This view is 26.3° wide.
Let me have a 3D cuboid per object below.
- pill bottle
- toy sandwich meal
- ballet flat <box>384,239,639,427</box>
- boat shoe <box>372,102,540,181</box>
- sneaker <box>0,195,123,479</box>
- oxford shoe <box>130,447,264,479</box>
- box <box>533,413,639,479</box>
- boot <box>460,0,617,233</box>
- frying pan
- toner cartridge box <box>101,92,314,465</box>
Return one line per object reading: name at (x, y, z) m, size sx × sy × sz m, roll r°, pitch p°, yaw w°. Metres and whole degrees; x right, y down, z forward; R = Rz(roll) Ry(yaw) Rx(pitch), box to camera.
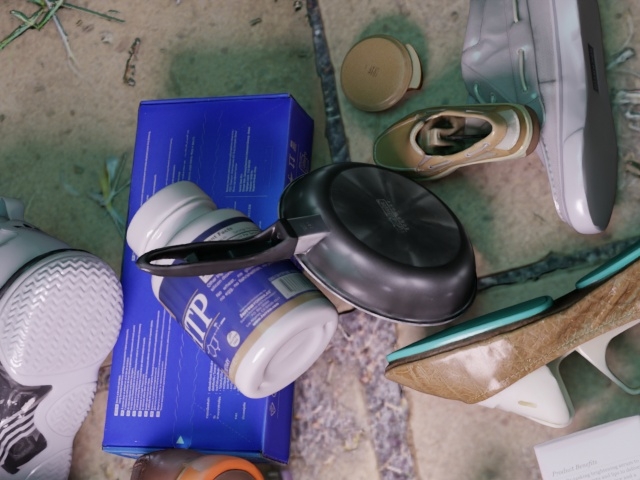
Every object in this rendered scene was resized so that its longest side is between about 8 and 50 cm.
pill bottle at (-0.083, 0.038, 1.208) m, size 0.112 × 0.112 × 0.186 m, roll -46°, pitch 67°, yaw 2°
toy sandwich meal at (0.060, -0.164, 1.345) m, size 0.085 × 0.029 × 0.086 m, roll -3°, pitch 82°, yaw 26°
ballet flat at (0.227, 0.085, 1.185) m, size 0.342 × 0.116 × 0.124 m, roll -26°, pitch 87°, yaw 6°
boat shoe at (0.106, -0.094, 1.244) m, size 0.190 × 0.072 × 0.068 m, roll -13°, pitch 83°, yaw 48°
sneaker at (-0.327, 0.138, 1.337) m, size 0.210 × 0.137 × 0.366 m, roll 40°, pitch 110°, yaw 44°
oxford shoe at (-0.126, 0.364, 1.213) m, size 0.132 × 0.130 × 0.364 m, roll 4°, pitch 87°, yaw 43°
box at (0.248, 0.242, 1.106) m, size 0.091 × 0.130 × 0.171 m, roll -19°, pitch 69°, yaw 14°
boot at (0.197, -0.122, 1.262) m, size 0.123 × 0.095 × 0.258 m, roll -11°, pitch 68°, yaw 29°
frying pan at (-0.001, -0.019, 1.196) m, size 0.197 × 0.326 × 0.053 m, roll -100°, pitch 32°, yaw -47°
toner cartridge box at (-0.105, 0.036, 1.318) m, size 0.165 × 0.075 × 0.348 m, roll -1°, pitch 74°, yaw 19°
